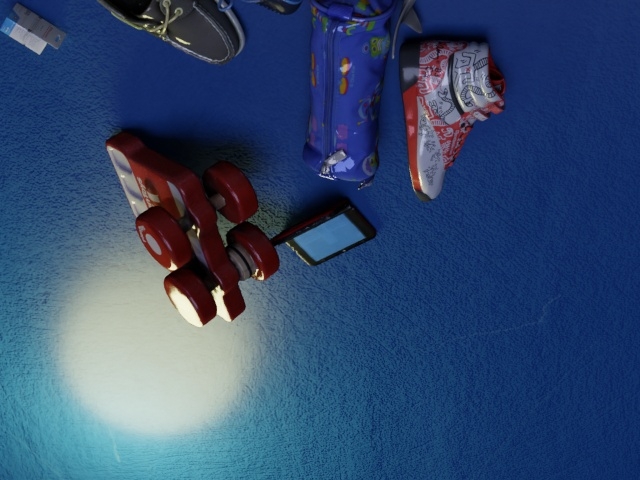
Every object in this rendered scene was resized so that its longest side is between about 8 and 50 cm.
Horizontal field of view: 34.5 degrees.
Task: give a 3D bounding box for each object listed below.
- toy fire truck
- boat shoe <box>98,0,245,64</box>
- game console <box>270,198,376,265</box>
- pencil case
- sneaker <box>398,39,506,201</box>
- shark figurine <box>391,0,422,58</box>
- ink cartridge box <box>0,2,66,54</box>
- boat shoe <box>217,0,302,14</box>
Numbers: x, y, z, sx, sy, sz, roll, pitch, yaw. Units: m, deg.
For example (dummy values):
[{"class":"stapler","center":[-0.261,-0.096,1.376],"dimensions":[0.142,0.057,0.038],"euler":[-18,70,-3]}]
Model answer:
[{"class":"toy fire truck","center":[-0.220,-0.018,1.651],"dimensions":[0.254,0.169,0.302],"euler":[30,148,42]},{"class":"boat shoe","center":[-0.239,-0.339,1.435],"dimensions":[0.305,0.091,0.109],"euler":[37,126,-21]},{"class":"game console","center":[0.000,0.000,1.697],"dimensions":[0.144,0.124,0.085],"euler":[-27,95,27]},{"class":"pencil case","center":[0.036,-0.221,1.469],"dimensions":[0.119,0.133,0.306],"euler":[15,131,13]},{"class":"sneaker","center":[0.201,-0.170,1.514],"dimensions":[0.145,0.090,0.270],"euler":[-1,127,13]},{"class":"shark figurine","center":[0.204,-0.350,1.337],"dimensions":[0.278,0.116,0.166],"euler":[-16,124,13]},{"class":"ink cartridge box","center":[-0.423,-0.307,1.518],"dimensions":[0.083,0.048,0.028],"euler":[32,128,-17]},{"class":"boat shoe","center":[-0.138,-0.383,1.393],"dimensions":[0.258,0.109,0.089],"euler":[37,135,-1]}]
